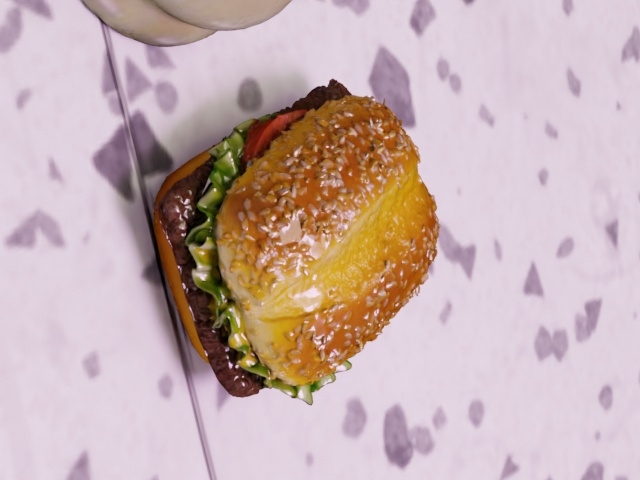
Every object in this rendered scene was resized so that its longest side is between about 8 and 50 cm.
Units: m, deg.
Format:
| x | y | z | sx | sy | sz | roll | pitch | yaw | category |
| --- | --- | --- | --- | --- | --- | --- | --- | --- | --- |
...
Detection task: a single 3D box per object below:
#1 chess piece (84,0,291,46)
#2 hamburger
| x | y | z | sx | sy | sz | roll | pitch | yaw | category |
| --- | --- | --- | --- | --- | --- | --- | --- | --- | --- |
| 0.014 | -0.168 | 0.833 | 0.144 | 0.251 | 0.144 | 5 | 83 | -51 | chess piece |
| 0.000 | 0.000 | 0.936 | 0.166 | 0.087 | 0.137 | -39 | 118 | -45 | hamburger |
